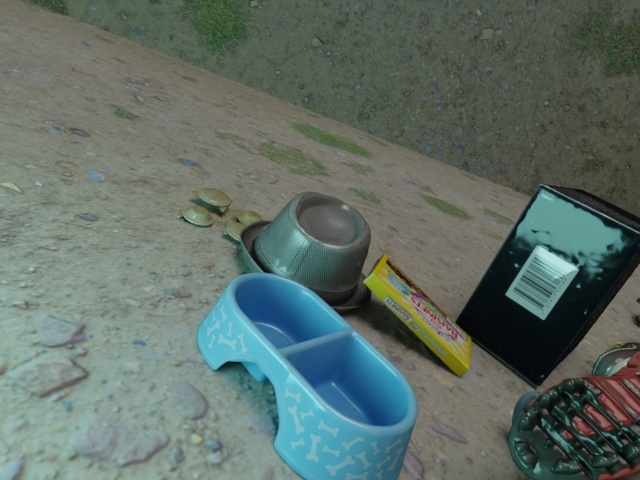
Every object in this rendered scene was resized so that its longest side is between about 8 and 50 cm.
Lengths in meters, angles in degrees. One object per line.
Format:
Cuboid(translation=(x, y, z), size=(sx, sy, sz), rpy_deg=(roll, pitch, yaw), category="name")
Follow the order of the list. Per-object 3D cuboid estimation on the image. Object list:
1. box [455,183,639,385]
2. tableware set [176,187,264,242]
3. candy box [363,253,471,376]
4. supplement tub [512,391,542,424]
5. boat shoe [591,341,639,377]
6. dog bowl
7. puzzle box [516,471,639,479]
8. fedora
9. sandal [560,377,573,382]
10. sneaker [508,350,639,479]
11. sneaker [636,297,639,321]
Cuboid(translation=(0.440, 0.067, 0.881), size=(0.183, 0.296, 0.294), rpy_deg=(39, 25, 32), category="box")
Cuboid(translation=(-0.170, -0.043, 0.870), size=(0.169, 0.020, 0.141), rpy_deg=(27, 25, 0), category="tableware set")
Cuboid(translation=(0.160, 0.114, 0.767), size=(0.206, 0.027, 0.105), rpy_deg=(44, 27, 1), category="candy box")
Cuboid(translation=(0.354, 0.254, 0.626), size=(0.198, 0.105, 0.106), rpy_deg=(18, 23, -14), category="supplement tub")
Cuboid(translation=(0.579, 0.240, 0.876), size=(0.325, 0.116, 0.096), rpy_deg=(14, 20, -34), category="boat shoe")
Cuboid(translation=(-0.015, 0.140, 0.550), size=(0.297, 0.074, 0.166), rpy_deg=(39, 27, 33), category="dog bowl")
Cuboid(translation=(0.338, 0.211, 0.347), size=(0.273, 0.409, 0.052), rpy_deg=(4, 68, -22), category="puzzle box")
Cuboid(translation=(0.000, 0.000, 0.797), size=(0.244, 0.124, 0.275), rpy_deg=(35, 24, 13), category="fedora")
Cuboid(translation=(0.446, 0.278, 0.723), size=(0.040, 0.067, 0.179), rpy_deg=(19, 18, -44), category="sandal")
Cuboid(translation=(0.312, 0.192, 0.503), size=(0.276, 0.135, 0.097), rpy_deg=(-17, 45, -18), category="sneaker")
Cuboid(translation=(1.025, 0.237, 1.335), size=(0.269, 0.101, 0.153), rpy_deg=(27, 25, 14), category="sneaker")
